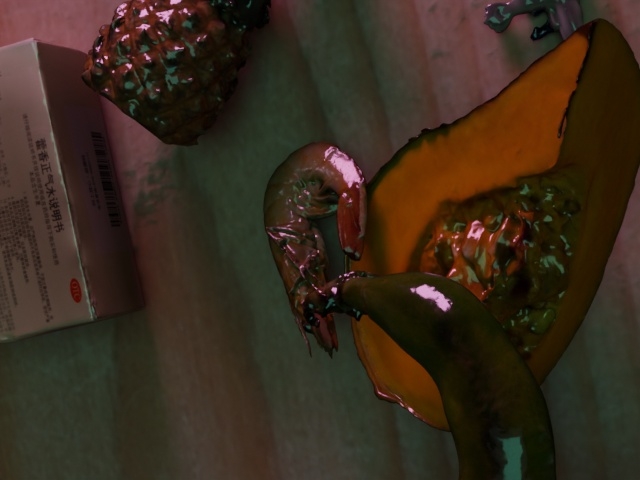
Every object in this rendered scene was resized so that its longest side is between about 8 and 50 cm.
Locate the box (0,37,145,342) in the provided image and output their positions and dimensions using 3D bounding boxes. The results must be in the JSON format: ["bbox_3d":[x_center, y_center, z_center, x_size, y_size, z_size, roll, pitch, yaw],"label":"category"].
[{"bbox_3d":[-0.245,-0.029,0.709,0.168,0.095,0.212,-12,89,15],"label":"box"}]

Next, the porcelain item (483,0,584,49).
[{"bbox_3d":[0.150,-0.170,0.647,0.075,0.021,0.136,-24,86,13],"label":"porcelain item"}]

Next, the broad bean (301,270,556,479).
[{"bbox_3d":[0.069,0.133,0.525,0.144,0.049,0.292,-28,58,27],"label":"broad bean"}]

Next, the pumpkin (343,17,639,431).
[{"bbox_3d":[0.109,-0.021,0.623,0.163,0.111,0.278,29,114,42],"label":"pumpkin"}]

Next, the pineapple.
[{"bbox_3d":[-0.067,-0.184,0.662,0.119,0.111,0.237,33,94,-20],"label":"pineapple"}]

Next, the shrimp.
[{"bbox_3d":[0.005,0.002,0.654,0.095,0.045,0.162,-27,60,22],"label":"shrimp"}]
